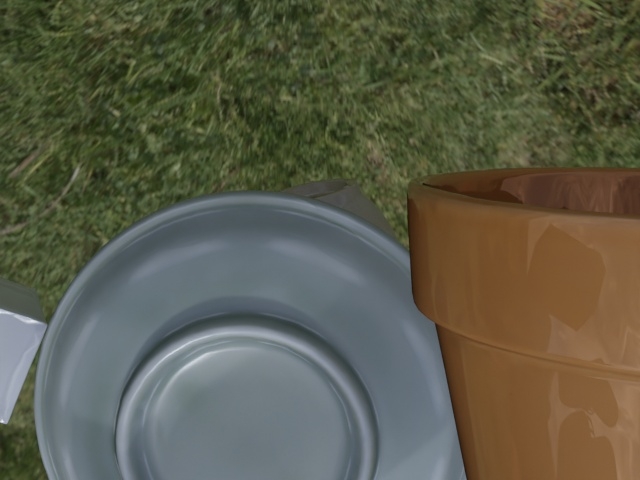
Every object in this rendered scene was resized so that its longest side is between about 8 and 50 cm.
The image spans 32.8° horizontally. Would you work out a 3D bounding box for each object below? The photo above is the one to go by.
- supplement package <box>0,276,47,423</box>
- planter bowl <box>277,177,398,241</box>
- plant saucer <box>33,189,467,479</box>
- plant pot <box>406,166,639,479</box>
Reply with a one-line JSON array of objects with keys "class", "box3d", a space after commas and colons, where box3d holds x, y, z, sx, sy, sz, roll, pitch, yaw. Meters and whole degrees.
[{"class": "supplement package", "box3d": [-0.492, 0.123, 1.463, 0.194, 0.203, 0.149, 21, 94, -22]}, {"class": "planter bowl", "box3d": [0.000, 0.000, 1.092, 0.162, 0.162, 0.109, -12, 104, 3]}, {"class": "plant saucer", "box3d": [-0.059, 0.160, 0.925, 0.401, 0.100, 0.400, 1, 100, 4]}, {"class": "plant pot", "box3d": [0.185, 0.074, 0.523, 0.291, 0.291, 0.203, 0, 99, -1]}]
